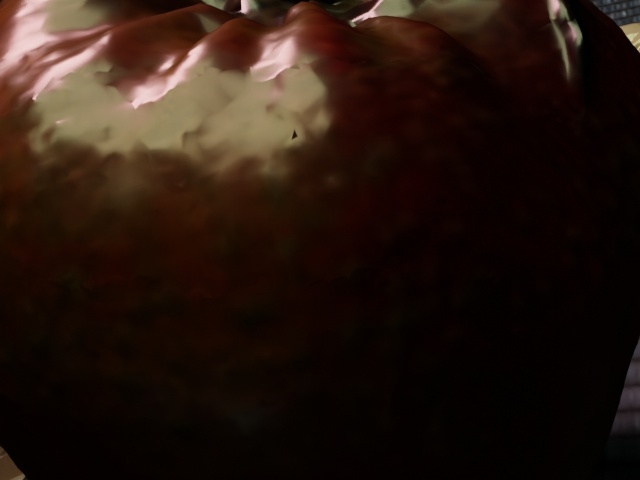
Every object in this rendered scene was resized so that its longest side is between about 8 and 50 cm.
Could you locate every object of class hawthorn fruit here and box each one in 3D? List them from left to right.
[{"bbox_3d":[-0.010,0.019,1.046,0.403,0.403,0.403,-21,17,7],"label":"hawthorn fruit"}]

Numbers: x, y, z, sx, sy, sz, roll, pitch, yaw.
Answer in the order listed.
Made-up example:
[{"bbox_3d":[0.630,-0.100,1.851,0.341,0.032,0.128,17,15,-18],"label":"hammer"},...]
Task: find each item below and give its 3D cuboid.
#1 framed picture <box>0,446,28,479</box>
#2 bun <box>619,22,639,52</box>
[{"bbox_3d":[-0.247,0.156,1.519,0.281,0.019,0.209,-25,17,-7],"label":"framed picture"},{"bbox_3d":[0.232,-0.048,1.345,0.229,0.145,0.229,-23,45,26],"label":"bun"}]
